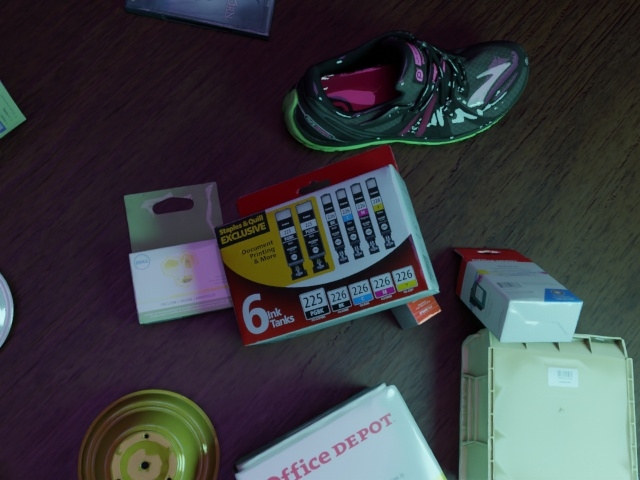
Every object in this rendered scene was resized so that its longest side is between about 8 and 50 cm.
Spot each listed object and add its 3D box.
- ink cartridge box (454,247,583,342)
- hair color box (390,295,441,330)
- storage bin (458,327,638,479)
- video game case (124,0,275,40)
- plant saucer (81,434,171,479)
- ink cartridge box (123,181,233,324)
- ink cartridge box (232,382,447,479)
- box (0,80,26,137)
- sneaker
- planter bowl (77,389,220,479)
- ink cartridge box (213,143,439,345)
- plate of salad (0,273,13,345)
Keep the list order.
[{"bbox_3d":[0.328,0.088,1.140,0.134,0.231,0.078,2,111,-13],"label":"ink cartridge box"},{"bbox_3d":[0.136,0.069,1.150,0.053,0.093,0.167,-29,83,-15],"label":"hair color box"},{"bbox_3d":[0.385,0.292,1.122,0.262,0.123,0.260,6,75,-7],"label":"storage bin"},{"bbox_3d":[-0.221,-0.505,1.268,0.274,0.026,0.196,9,75,-6],"label":"video game case"},{"bbox_3d":[-0.276,0.362,1.041,0.195,0.037,0.195,2,77,-8],"label":"plant saucer"},{"bbox_3d":[-0.241,0.015,1.124,0.171,0.056,0.235,-10,80,-11],"label":"ink cartridge box"},{"bbox_3d":[0.070,0.453,1.010,0.279,0.160,0.385,-26,82,-15],"label":"ink cartridge box"},{"bbox_3d":[-0.627,-0.202,1.030,0.243,0.213,0.117,-44,87,-15],"label":"box"},{"bbox_3d":[0.174,-0.274,1.182,0.482,0.202,0.185,-15,80,-12],"label":"sneaker"},{"bbox_3d":[-0.261,0.335,0.984,0.217,0.090,0.217,2,76,-8],"label":"planter bowl"},{"bbox_3d":[0.000,0.000,1.067,0.309,0.130,0.272,-19,78,14],"label":"ink cartridge box"},{"bbox_3d":[-0.596,0.114,1.045,0.199,0.048,0.200,1,86,-12],"label":"plate of salad"}]
